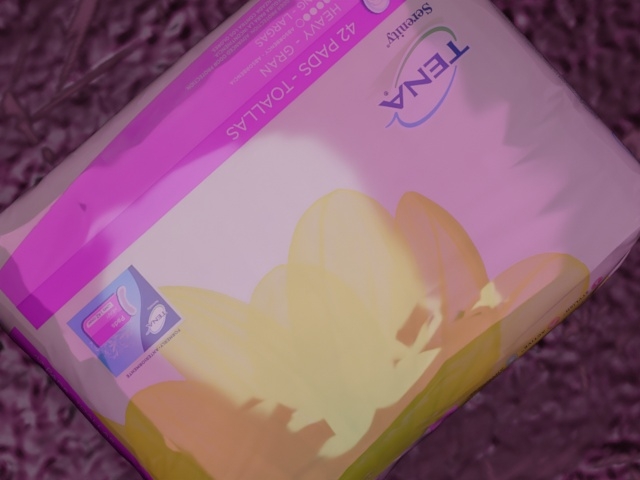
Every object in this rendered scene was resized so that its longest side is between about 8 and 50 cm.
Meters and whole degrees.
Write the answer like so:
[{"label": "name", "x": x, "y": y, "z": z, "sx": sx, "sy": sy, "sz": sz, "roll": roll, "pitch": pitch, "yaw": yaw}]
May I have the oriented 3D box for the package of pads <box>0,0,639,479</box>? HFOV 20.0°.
[{"label": "package of pads", "x": 0.000, "y": 0.000, "z": 0.924, "sx": 0.296, "sy": 0.101, "sz": 0.229, "roll": -43, "pitch": 90, "yaw": -6}]
